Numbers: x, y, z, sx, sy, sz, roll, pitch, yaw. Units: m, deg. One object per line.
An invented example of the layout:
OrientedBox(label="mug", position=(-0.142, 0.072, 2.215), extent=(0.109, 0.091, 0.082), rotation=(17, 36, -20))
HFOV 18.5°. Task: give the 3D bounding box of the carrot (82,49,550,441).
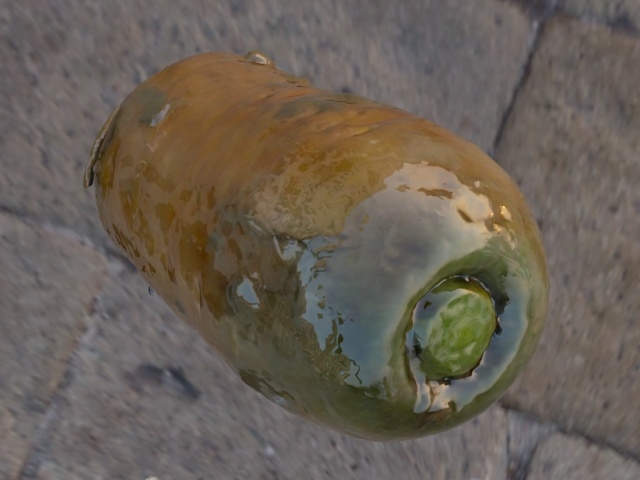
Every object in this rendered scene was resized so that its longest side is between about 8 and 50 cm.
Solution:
OrientedBox(label="carrot", position=(0.000, 0.000, 1.386), extent=(0.224, 0.224, 0.340), rotation=(-49, 38, -6))

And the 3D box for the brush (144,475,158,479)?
OrientedBox(label="brush", position=(-0.227, 0.303, 1.665), extent=(0.272, 0.013, 0.103), rotation=(-29, 111, -39))
